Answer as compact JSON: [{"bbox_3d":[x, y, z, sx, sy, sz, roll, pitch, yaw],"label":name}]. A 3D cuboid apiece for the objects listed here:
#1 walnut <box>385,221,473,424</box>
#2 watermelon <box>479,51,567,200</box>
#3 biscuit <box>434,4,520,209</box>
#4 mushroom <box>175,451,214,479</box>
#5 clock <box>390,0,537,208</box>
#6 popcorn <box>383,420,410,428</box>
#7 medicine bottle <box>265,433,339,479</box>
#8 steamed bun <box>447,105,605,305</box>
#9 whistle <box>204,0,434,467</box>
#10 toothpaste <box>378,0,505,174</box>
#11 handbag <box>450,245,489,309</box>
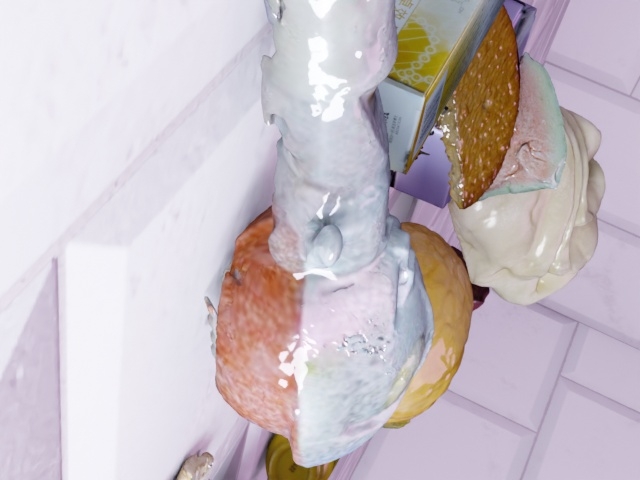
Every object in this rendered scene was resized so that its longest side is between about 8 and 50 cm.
[{"bbox_3d":[0.056,0.070,0.881,0.207,0.159,0.159,-63,173,-51],"label":"walnut"},{"bbox_3d":[0.198,-0.105,1.000,0.080,0.101,0.155,22,84,-68],"label":"watermelon"},{"bbox_3d":[0.141,-0.139,0.900,0.126,0.025,0.206,-30,122,-43],"label":"biscuit"},{"bbox_3d":[-0.099,0.181,0.722,0.049,0.019,0.101,-66,172,13],"label":"mushroom"},{"bbox_3d":[0.143,-0.148,1.025,0.193,0.073,0.144,-59,169,-24],"label":"clock"},{"bbox_3d":[0.108,0.236,1.637,0.126,0.126,0.145,-58,-165,7],"label":"popcorn"},{"bbox_3d":[0.018,0.201,1.210,0.111,0.076,0.309,-69,169,24],"label":"medicine bottle"},{"bbox_3d":[0.272,-0.056,1.306,0.289,0.203,0.276,68,15,-44],"label":"steamed bun"},{"bbox_3d":[-0.001,0.000,0.537,0.142,0.134,0.346,-53,155,-38],"label":"whistle"},{"bbox_3d":[0.103,-0.189,0.727,0.313,0.071,0.089,-58,166,-32],"label":"toothpaste"},{"bbox_3d":[0.150,0.077,1.406,0.135,0.146,0.225,-62,172,15],"label":"handbag"}]
